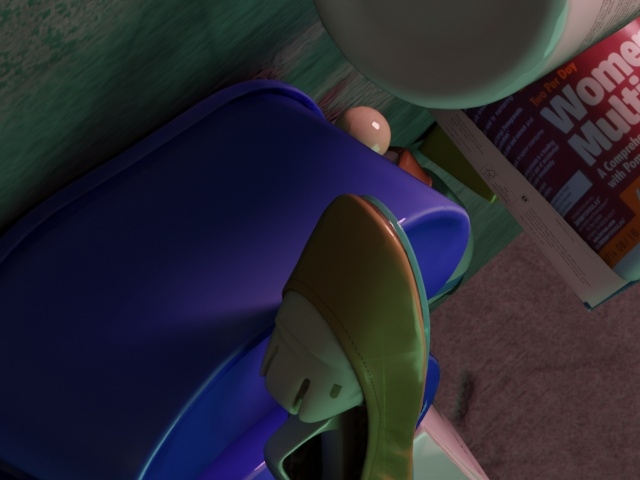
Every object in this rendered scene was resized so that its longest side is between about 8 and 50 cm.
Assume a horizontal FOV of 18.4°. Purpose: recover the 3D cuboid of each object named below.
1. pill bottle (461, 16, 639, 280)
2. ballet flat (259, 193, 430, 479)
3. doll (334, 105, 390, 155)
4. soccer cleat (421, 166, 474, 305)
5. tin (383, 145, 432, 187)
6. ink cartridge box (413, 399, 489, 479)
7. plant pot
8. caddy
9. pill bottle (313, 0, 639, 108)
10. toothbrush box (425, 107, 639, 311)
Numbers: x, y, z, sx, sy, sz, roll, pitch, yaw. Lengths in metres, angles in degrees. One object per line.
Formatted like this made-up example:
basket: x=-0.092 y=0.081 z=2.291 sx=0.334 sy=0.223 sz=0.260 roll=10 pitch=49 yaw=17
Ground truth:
pill bottle: x=0.146 y=-0.093 z=1.132 sx=0.121 sy=0.221 sz=0.121 roll=-42 pitch=173 yaw=-7
ballet flat: x=0.008 y=0.075 z=0.920 sx=0.073 sy=0.080 sz=0.232 roll=-31 pitch=144 yaw=-21
doll: x=-0.007 y=-0.036 z=1.323 sx=0.129 sy=0.046 sz=0.189 roll=-38 pitch=174 yaw=-38
soccer cleat: x=-0.009 y=0.057 z=1.689 sx=0.331 sy=0.116 sz=0.143 roll=-39 pitch=150 yaw=-14
tin: x=0.000 y=0.000 z=1.453 sx=0.189 sy=0.040 sz=0.106 roll=-42 pitch=-156 yaw=-11
ink cartridge box: x=-0.033 y=0.191 z=1.534 sx=0.270 sy=0.198 sz=0.197 roll=-37 pitch=142 yaw=4
plant pot: x=0.148 y=-0.093 z=1.702 sx=0.083 sy=0.081 sz=0.081 roll=-57 pitch=168 yaw=20
caddy: x=-0.076 y=0.060 z=1.045 sx=0.341 sy=0.179 sz=0.241 roll=-36 pitch=147 yaw=-40
pill bottle: x=0.101 y=-0.151 z=0.932 sx=0.131 sy=0.131 sz=0.229 roll=-48 pitch=171 yaw=34
toothbrush box: x=0.259 y=-0.124 z=1.527 sx=0.295 sy=0.216 sz=0.126 roll=-37 pitch=179 yaw=-32
